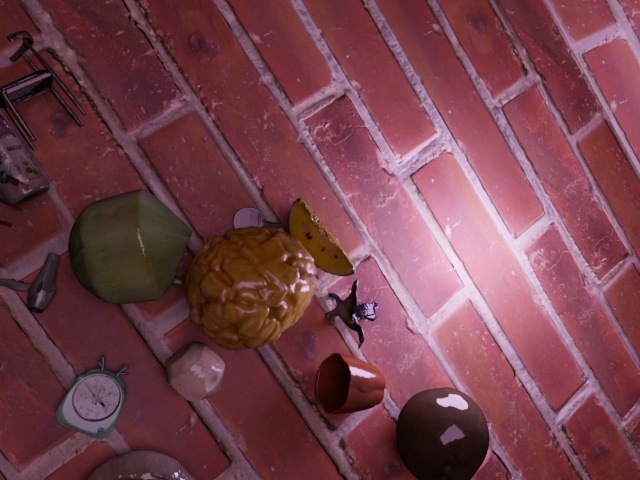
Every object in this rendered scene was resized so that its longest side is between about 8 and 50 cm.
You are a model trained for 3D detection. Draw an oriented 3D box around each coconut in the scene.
[{"bbox_3d":[-0.507,0.016,1.640,0.328,0.281,0.328,-3,64,7],"label":"coconut"},{"bbox_3d":[-0.358,0.385,1.736,0.161,0.161,0.162,-40,102,-20],"label":"coconut"}]

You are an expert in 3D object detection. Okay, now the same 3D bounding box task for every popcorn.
[{"bbox_3d":[-0.196,0.117,1.720,0.354,0.390,0.344,-43,85,12],"label":"popcorn"}]

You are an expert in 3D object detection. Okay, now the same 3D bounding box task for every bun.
[{"bbox_3d":[-0.491,0.759,1.615,0.365,0.219,0.365,1,87,-24],"label":"bun"}]

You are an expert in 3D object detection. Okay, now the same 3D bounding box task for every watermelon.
[{"bbox_3d":[0.000,0.000,1.923,0.123,0.129,0.301,-42,96,-22],"label":"watermelon"}]

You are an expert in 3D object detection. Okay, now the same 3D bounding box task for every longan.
[{"bbox_3d":[0.391,0.634,1.941,0.319,0.319,0.319,2,85,-22],"label":"longan"}]

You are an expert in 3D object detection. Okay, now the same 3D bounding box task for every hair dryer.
[{"bbox_3d":[-0.810,0.091,1.646,0.199,0.067,0.167,26,67,-3],"label":"hair dryer"}]

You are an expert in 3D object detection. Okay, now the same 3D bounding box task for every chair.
[{"bbox_3d":[-0.786,-0.404,1.618,0.166,0.188,0.272,-35,102,-22],"label":"chair"}]

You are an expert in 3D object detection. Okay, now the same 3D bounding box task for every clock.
[{"bbox_3d":[-0.620,0.432,1.673,0.159,0.066,0.211,31,74,-17],"label":"clock"}]

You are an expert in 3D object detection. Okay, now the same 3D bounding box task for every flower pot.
[{"bbox_3d":[0.103,0.459,1.912,0.173,0.190,0.191,13,80,-34],"label":"flower pot"}]

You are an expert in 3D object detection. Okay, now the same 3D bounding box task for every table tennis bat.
[{"bbox_3d":[-0.201,-0.056,1.911,0.158,0.014,0.095,6,82,-19],"label":"table tennis bat"}]

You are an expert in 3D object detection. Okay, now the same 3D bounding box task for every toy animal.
[{"bbox_3d":[0.099,0.250,1.935,0.272,0.160,0.197,29,63,-56],"label":"toy animal"}]

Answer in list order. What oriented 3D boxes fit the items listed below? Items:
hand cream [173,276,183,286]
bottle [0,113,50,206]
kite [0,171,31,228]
[{"bbox_3d":[-0.413,0.128,1.805,0.122,0.023,0.036,18,79,-15],"label":"hand cream"},{"bbox_3d":[-0.845,-0.224,1.610,0.120,0.120,0.253,-32,98,-21],"label":"bottle"},{"bbox_3d":[-0.926,-0.153,1.550,0.360,0.022,0.204,19,84,6],"label":"kite"}]
